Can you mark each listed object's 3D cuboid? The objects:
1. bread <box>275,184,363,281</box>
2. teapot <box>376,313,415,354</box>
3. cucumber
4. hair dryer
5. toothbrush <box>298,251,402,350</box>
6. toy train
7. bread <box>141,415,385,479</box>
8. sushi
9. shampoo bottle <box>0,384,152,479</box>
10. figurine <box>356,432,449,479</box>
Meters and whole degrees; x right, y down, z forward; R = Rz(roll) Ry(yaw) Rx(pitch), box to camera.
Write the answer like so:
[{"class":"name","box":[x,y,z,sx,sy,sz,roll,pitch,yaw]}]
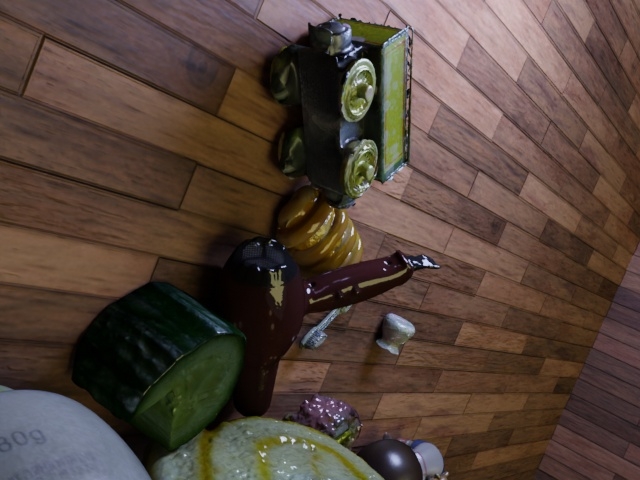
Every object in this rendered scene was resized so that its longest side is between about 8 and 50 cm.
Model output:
[{"class":"bread","box":[0.000,0.000,1.114,0.119,0.084,0.177,-52,140,-19]},{"class":"teapot","box":[0.142,0.179,1.443,0.064,0.064,0.083,-62,178,9]},{"class":"cucumber","box":[-0.189,0.154,0.929,0.191,0.130,0.191,-33,141,-32]},{"class":"hair dryer","box":[0.016,0.106,1.085,0.340,0.123,0.313,-14,135,-17]},{"class":"toothbrush","box":[0.060,0.100,1.309,0.294,0.028,0.026,-42,141,-38]},{"class":"toy train","box":[0.032,-0.177,1.005,0.177,0.134,0.261,-44,142,-41]},{"class":"bread","box":[-0.122,0.378,1.023,0.395,0.264,0.239,17,95,-38]},{"class":"sushi","box":[-0.032,0.367,1.280,0.241,0.107,0.161,-54,150,-1]},{"class":"shampoo bottle","box":[-0.301,0.304,0.691,0.322,0.317,0.323,-29,130,-42]},{"class":"figurine","box":[0.148,0.491,1.568,0.158,0.161,0.275,-36,152,24]}]
